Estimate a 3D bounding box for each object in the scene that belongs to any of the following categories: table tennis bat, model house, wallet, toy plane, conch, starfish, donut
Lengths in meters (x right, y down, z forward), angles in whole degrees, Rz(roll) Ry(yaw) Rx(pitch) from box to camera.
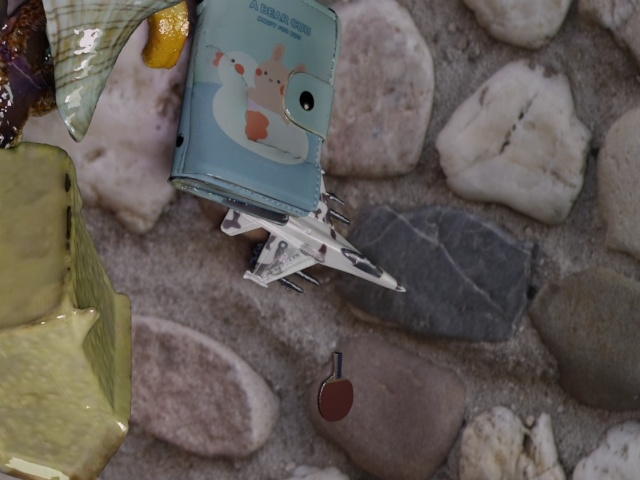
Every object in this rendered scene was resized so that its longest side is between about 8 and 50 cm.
[{"bbox_3d":[0.019,0.172,1.888,0.050,0.007,0.083,-4,102,-35],"label":"table tennis bat"},{"bbox_3d":[-0.326,0.093,1.494,0.321,0.261,0.266,-13,134,6],"label":"model house"},{"bbox_3d":[-0.068,-0.155,1.695,0.176,0.075,0.250,20,68,-34],"label":"wallet"},{"bbox_3d":[-0.012,-0.001,1.792,0.234,0.082,0.160,35,68,-22],"label":"toy plane"},{"bbox_3d":[-0.170,-0.290,1.537,0.203,0.170,0.386,36,52,-48],"label":"conch"},{"bbox_3d":[-0.314,-0.152,1.563,0.216,0.071,0.238,9,82,-31],"label":"starfish"},{"bbox_3d":[-0.170,-0.222,1.674,0.038,0.067,0.083,-10,136,-41],"label":"donut"}]
